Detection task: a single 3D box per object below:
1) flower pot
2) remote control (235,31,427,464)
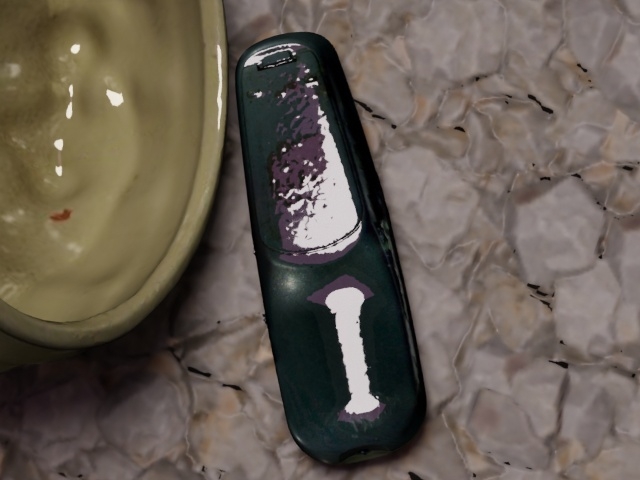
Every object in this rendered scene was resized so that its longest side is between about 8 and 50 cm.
[{"bbox_3d":[-0.209,-0.089,0.858,0.244,0.307,0.307,0,77,28],"label":"flower pot"},{"bbox_3d":[0.000,0.000,0.916,0.072,0.042,0.222,-14,75,9],"label":"remote control"}]
